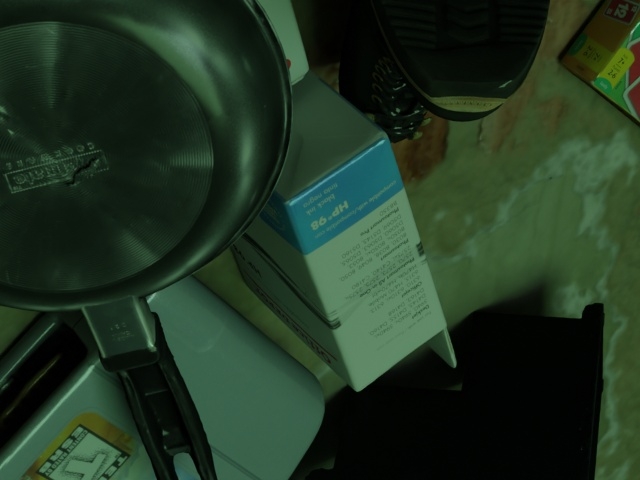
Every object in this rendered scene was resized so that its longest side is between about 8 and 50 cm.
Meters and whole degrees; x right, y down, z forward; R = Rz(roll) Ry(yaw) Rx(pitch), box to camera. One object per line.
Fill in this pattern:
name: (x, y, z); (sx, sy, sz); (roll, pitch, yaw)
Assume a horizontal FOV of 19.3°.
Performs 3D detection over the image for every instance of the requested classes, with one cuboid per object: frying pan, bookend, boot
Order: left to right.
frying pan: (-0.119, 0.008, 0.810); (0.197, 0.053, 0.326); (5, 123, -9)
boot: (0.047, -0.077, 0.840); (0.077, 0.198, 0.137); (6, 127, -6)
bookend: (0.083, 0.111, 1.096); (0.157, 0.156, 0.072); (3, 133, 10)

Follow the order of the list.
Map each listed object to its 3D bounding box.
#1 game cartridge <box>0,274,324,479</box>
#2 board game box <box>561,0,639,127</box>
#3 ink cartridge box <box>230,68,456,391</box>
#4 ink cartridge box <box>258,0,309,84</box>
game cartridge: (-0.135, 0.152, 0.967); (0.297, 0.062, 0.198); (-48, 136, 0)
board game box: (0.249, -0.177, 1.059); (0.124, 0.039, 0.259); (28, 98, -50)
ink cartridge box: (0.000, 0.000, 0.921); (0.060, 0.104, 0.180); (-36, 138, -14)
ink cartridge box: (-0.064, -0.106, 0.819); (0.088, 0.052, 0.122); (-33, 137, -15)
